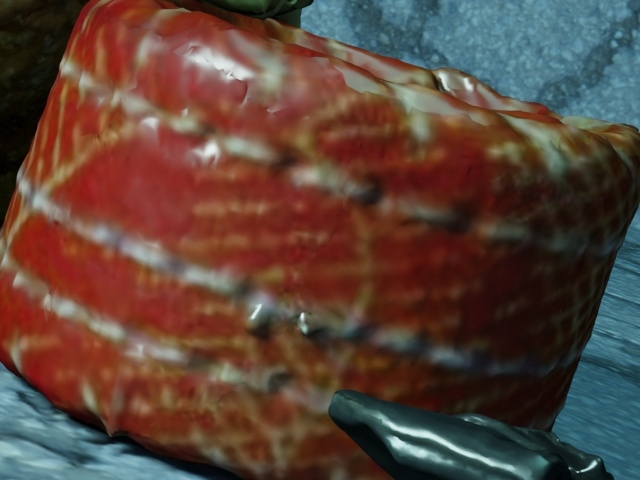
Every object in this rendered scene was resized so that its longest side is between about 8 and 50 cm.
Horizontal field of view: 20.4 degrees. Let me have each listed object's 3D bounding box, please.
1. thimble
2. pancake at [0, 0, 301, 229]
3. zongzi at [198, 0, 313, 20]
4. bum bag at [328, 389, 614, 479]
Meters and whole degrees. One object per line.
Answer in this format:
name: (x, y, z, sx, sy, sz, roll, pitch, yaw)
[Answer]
thimble: (0.000, 0.000, 1.009, 0.350, 0.231, 0.350, 17, 10, -3)
pancake: (-0.168, -0.103, 1.163, 0.356, 0.356, 0.065, 7, 53, -50)
zongzi: (-0.059, -0.143, 0.909, 0.119, 0.055, 0.109, 3, 12, -5)
bum bag: (0.099, 0.128, 0.822, 0.123, 0.060, 0.248, 21, -15, 39)
